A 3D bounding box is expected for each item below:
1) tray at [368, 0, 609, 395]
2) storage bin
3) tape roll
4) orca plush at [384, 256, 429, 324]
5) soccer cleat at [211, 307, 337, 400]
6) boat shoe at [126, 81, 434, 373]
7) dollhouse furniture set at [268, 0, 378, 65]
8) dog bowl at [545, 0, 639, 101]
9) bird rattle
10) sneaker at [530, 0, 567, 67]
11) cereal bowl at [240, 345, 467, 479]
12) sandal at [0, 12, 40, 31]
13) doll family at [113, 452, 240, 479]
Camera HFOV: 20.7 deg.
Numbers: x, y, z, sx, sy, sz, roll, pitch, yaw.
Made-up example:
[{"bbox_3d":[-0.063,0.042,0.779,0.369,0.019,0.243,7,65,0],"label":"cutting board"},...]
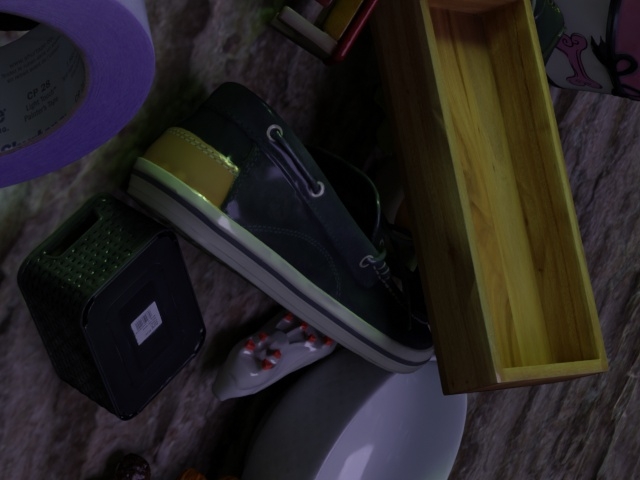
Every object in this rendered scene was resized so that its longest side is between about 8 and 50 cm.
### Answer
[{"bbox_3d":[0.165,-0.058,1.747,0.203,0.076,0.411,0,75,-50],"label":"tray"},{"bbox_3d":[-0.185,0.061,1.586,0.122,0.084,0.180,-45,148,-25],"label":"storage bin"},{"bbox_3d":[-0.251,-0.133,1.154,0.274,0.090,0.275,-10,154,-5],"label":"tape roll"},{"bbox_3d":[0.126,0.024,1.988,0.287,0.102,0.151,-63,175,-70],"label":"orca plush"},{"bbox_3d":[-0.049,0.119,1.877,0.076,0.068,0.196,-43,168,31],"label":"soccer cleat"},{"bbox_3d":[0.000,0.000,1.719,0.156,0.187,0.500,-56,143,-4],"label":"boat shoe"},{"bbox_3d":[0.121,-0.320,1.576,0.374,0.152,0.201,-59,-172,-4],"label":"dollhouse furniture set"},{"bbox_3d":[0.426,-0.348,2.115,0.408,0.150,0.408,-38,144,-35],"label":"dog bowl"},{"bbox_3d":[0.118,-0.081,1.943,0.207,0.143,0.253,-55,165,13],"label":"bird rattle"},{"bbox_3d":[0.222,-0.271,1.955,0.118,0.083,0.222,-54,152,-38],"label":"sneaker"},{"bbox_3d":[0.017,0.253,2.002,0.339,0.141,0.339,-37,143,-35],"label":"cereal bowl"},{"bbox_3d":[-0.280,-0.287,1.109,0.446,0.167,0.107,65,34,-63],"label":"sandal"},{"bbox_3d":[-0.147,0.308,1.817,0.163,0.118,0.263,-57,152,-2],"label":"doll family"}]
